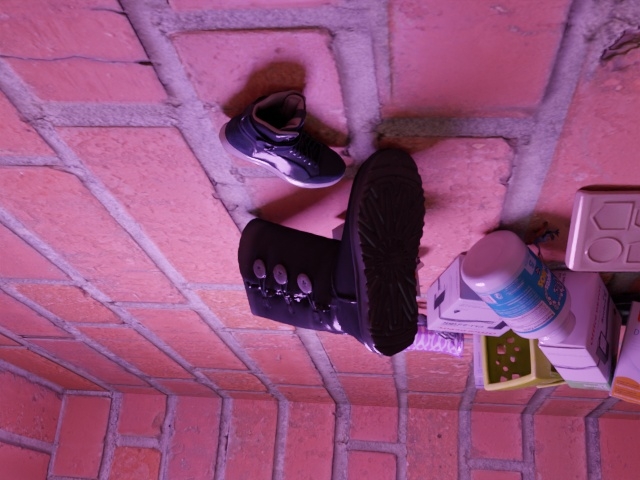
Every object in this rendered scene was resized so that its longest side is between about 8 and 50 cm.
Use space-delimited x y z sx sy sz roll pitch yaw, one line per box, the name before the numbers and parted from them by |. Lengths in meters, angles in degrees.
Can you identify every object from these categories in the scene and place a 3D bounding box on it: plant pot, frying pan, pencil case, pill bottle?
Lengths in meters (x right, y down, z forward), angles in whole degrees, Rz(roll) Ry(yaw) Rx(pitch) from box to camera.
plant pot | 0.576 0.284 2.044 0.207 0.227 0.228 8 159 -23
frying pan | 0.803 0.204 2.015 0.198 0.053 0.326 3 159 9
pencil case | 0.329 0.302 2.306 0.206 0.088 0.086 5 160 -3
pill bottle | 0.430 0.109 1.624 0.264 0.146 0.146 42 142 -23

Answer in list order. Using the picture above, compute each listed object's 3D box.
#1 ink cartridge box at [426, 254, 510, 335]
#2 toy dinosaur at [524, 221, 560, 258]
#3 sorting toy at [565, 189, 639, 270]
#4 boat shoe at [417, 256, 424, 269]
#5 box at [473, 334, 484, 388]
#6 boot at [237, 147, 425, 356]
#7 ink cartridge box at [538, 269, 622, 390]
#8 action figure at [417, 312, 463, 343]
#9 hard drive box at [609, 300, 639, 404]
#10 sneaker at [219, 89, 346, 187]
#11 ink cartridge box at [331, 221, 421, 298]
ink cartridge box | 0.388 0.140 1.855 0.197 0.114 0.273 6 159 -6
toy dinosaur | 0.457 -0.010 1.600 0.082 0.047 0.090 -7 124 47
sorting toy | 0.581 -0.019 1.449 0.209 0.038 0.192 3 130 11
boat shoe | 0.178 0.066 1.818 0.065 0.075 0.206 51 157 0
box | 0.493 0.368 2.362 0.038 0.145 0.186 -1 158 11
boot | 0.000 0.002 1.484 0.146 0.366 0.445 -1 -173 -33
ink cartridge box | 0.626 0.217 1.830 0.115 0.198 0.273 0 151 34
action figure | 0.245 0.217 2.105 0.285 0.099 0.185 9 167 -2
hard drive box | 0.795 0.275 1.783 0.181 0.232 0.089 12 178 30
sneaker | -0.031 -0.160 1.231 0.226 0.086 0.163 16 158 -24
ink cartridge box | 0.113 0.046 1.570 0.128 0.176 0.127 6 160 -30
